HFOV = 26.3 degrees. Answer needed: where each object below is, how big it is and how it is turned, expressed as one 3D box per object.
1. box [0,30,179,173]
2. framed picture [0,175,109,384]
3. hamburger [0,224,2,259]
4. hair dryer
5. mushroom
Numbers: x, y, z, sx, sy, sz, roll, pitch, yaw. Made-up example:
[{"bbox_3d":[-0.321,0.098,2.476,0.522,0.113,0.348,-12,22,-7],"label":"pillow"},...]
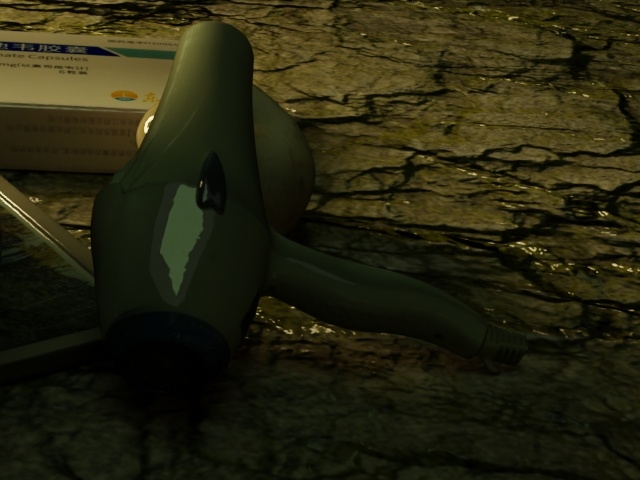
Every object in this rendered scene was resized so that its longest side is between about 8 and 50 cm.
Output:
[{"bbox_3d":[-0.263,-0.129,1.231,0.343,0.065,0.200,2,26,-11],"label":"box"},{"bbox_3d":[-0.286,0.019,0.967,0.241,0.020,0.324,-12,30,-35],"label":"framed picture"},{"bbox_3d":[-0.289,0.039,0.781,0.231,0.106,0.231,0,35,0],"label":"hamburger"},{"bbox_3d":[-0.026,-0.031,0.951,0.298,0.119,0.296,2,54,-29],"label":"hair dryer"},{"bbox_3d":[-0.079,-0.057,1.076,0.154,0.122,0.154,34,33,-26],"label":"mushroom"}]
